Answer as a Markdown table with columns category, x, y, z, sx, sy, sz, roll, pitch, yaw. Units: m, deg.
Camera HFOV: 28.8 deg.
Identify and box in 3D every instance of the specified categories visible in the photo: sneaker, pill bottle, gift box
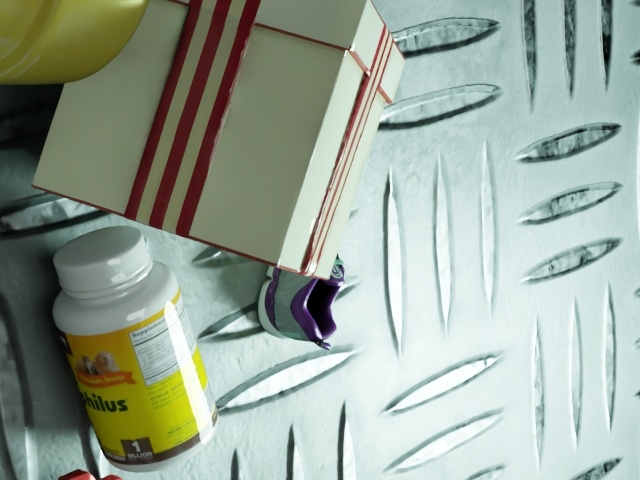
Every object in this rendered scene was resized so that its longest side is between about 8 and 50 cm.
| category | x | y | z | sx | sy | sz | roll | pitch | yaw |
| --- | --- | --- | --- | --- | --- | --- | --- | --- | --- |
| sneaker | 0.000 | 0.000 | 1.303 | 0.083 | 0.098 | 0.223 | -1 | 100 | -42 |
| pill bottle | -0.175 | 0.099 | 1.153 | 0.117 | 0.117 | 0.215 | -31 | 119 | -34 |
| gift box | -0.092 | -0.129 | 1.062 | 0.255 | 0.276 | 0.258 | 28 | 81 | -83 |

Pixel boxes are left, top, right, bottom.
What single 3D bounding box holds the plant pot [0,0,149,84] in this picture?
| category | x | y | z | sx | sy | sz | roll | pitch | yaw |
| --- | --- | --- | --- | --- | --- | --- | --- | --- | --- |
| plant pot | -0.278 | -0.232 | 0.862 | 0.239 | 0.254 | 0.254 | -11 | 107 | -46 |

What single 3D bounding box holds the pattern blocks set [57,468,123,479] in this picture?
| category | x | y | z | sx | sy | sz | roll | pitch | yaw |
| --- | --- | --- | --- | --- | --- | --- | --- | --- | --- |
| pattern blocks set | -0.328 | 0.321 | 1.097 | 0.325 | 0.026 | 0.285 | 15 | 87 | -43 |
